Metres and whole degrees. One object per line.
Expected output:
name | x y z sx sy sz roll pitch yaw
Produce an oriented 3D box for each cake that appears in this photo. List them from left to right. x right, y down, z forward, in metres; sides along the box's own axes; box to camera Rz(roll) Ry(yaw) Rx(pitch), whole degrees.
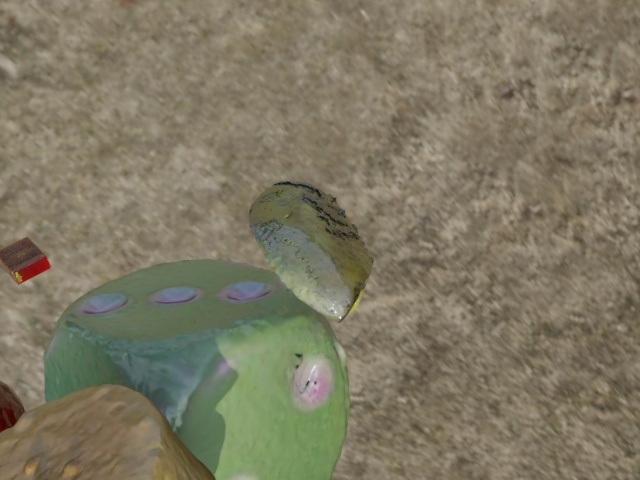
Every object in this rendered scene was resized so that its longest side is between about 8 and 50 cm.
cake | -0.232 0.371 1.416 0.332 0.321 0.332 -22 35 16

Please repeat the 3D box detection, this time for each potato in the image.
potato | 0.000 0.000 1.099 0.054 0.119 0.198 -57 14 17

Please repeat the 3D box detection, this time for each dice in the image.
dice | -0.168 0.216 1.758 0.322 0.330 0.318 18 120 47

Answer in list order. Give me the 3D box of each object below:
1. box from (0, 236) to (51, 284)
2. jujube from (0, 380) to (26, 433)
box | -0.407 0.027 1.741 0.051 0.023 0.082 -30 32 -19
jujube | -0.499 0.317 1.864 0.168 0.168 0.236 -8 100 25
